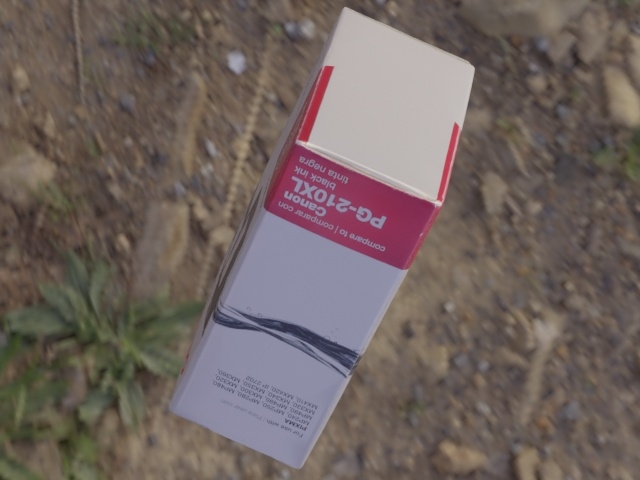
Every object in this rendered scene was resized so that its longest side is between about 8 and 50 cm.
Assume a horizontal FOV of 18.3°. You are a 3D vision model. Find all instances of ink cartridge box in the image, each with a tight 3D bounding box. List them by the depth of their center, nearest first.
[{"bbox_3d":[0.000,0.000,1.274,0.100,0.172,0.237,24,126,-4],"label":"ink cartridge box"}]
